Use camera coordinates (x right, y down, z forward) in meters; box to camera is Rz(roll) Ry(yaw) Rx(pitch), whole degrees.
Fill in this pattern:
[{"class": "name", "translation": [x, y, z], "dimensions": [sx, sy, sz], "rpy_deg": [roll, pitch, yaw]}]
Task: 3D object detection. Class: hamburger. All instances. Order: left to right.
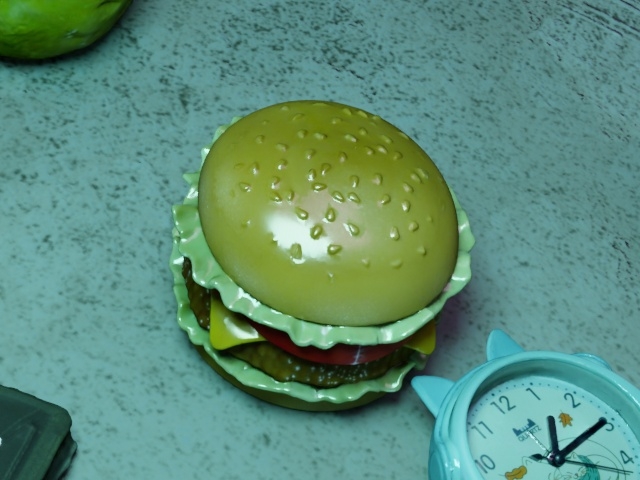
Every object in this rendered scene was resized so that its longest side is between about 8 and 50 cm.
[{"class": "hamburger", "translation": [0.000, 0.000, 1.270], "dimensions": [0.274, 0.212, 0.274], "rpy_deg": [7, 50, -9]}]

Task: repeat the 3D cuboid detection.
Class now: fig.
[{"class": "fig", "translation": [-0.270, -0.328, 1.458], "dimensions": [0.233, 0.233, 0.314], "rpy_deg": [31, 56, 11]}]

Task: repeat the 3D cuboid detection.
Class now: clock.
[{"class": "clock", "translation": [0.205, 0.202, 1.242], "dimensions": [0.223, 0.094, 0.274], "rpy_deg": [-25, 60, -31]}]

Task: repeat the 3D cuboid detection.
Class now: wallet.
[{"class": "wallet", "translation": [-0.305, 0.195, 1.104], "dimensions": [0.168, 0.052, 0.245], "rpy_deg": [24, 38, 0]}]
